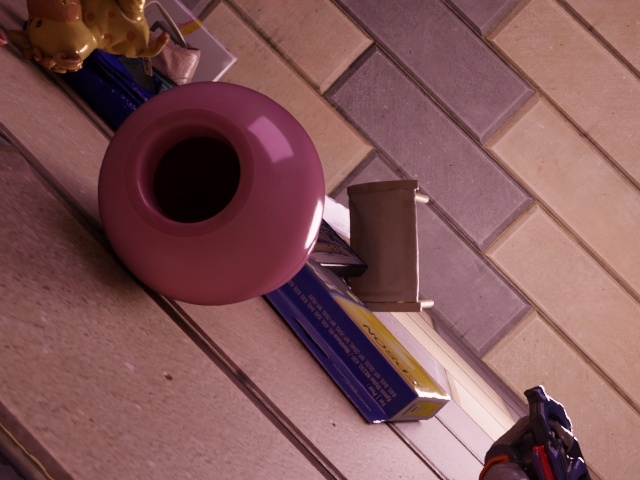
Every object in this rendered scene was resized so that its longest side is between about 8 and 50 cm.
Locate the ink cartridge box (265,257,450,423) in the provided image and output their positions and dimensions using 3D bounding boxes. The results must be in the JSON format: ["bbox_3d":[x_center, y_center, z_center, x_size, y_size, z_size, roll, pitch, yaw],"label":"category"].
[{"bbox_3d":[0.044,0.138,1.107,0.303,0.072,0.307,48,4,23],"label":"ink cartridge box"}]

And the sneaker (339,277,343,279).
[{"bbox_3d":[0.017,0.062,1.434,0.064,0.067,0.175,46,7,-1],"label":"sneaker"}]

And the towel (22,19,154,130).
[{"bbox_3d":[-0.306,-0.231,1.186,0.308,0.076,0.227,45,7,1],"label":"towel"}]

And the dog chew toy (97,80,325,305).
[{"bbox_3d":[-0.091,-0.029,0.763,0.206,0.206,0.332,46,-3,10],"label":"dog chew toy"}]

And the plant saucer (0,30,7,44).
[{"bbox_3d":[-0.474,-0.316,0.760,0.259,0.048,0.258,48,7,35],"label":"plant saucer"}]

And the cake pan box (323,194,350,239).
[{"bbox_3d":[-0.036,-0.101,1.816,0.245,0.070,0.267,34,3,37],"label":"cake pan box"}]

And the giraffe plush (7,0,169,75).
[{"bbox_3d":[-0.334,-0.307,1.023,0.181,0.170,0.210,0,-65,47],"label":"giraffe plush"}]

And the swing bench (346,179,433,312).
[{"bbox_3d":[0.138,0.017,1.533,0.254,0.165,0.253,14,75,-76],"label":"swing bench"}]

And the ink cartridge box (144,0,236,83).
[{"bbox_3d":[-0.355,-0.443,1.704,0.270,0.197,0.198,44,6,-13],"label":"ink cartridge box"}]

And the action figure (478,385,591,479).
[{"bbox_3d":[0.340,0.412,1.103,0.330,0.178,0.341,29,42,-45],"label":"action figure"}]

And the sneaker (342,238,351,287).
[{"bbox_3d":[0.068,0.046,1.767,0.089,0.051,0.170,-81,154,-53],"label":"sneaker"}]

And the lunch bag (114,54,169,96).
[{"bbox_3d":[-0.318,-0.283,1.407,0.129,0.096,0.151,13,55,-77],"label":"lunch bag"}]

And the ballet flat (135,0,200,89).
[{"bbox_3d":[-0.330,-0.379,1.244,0.316,0.106,0.107,35,6,-39],"label":"ballet flat"}]

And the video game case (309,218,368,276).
[{"bbox_3d":[-0.061,-0.029,1.361,0.248,0.035,0.275,47,21,24],"label":"video game case"}]
